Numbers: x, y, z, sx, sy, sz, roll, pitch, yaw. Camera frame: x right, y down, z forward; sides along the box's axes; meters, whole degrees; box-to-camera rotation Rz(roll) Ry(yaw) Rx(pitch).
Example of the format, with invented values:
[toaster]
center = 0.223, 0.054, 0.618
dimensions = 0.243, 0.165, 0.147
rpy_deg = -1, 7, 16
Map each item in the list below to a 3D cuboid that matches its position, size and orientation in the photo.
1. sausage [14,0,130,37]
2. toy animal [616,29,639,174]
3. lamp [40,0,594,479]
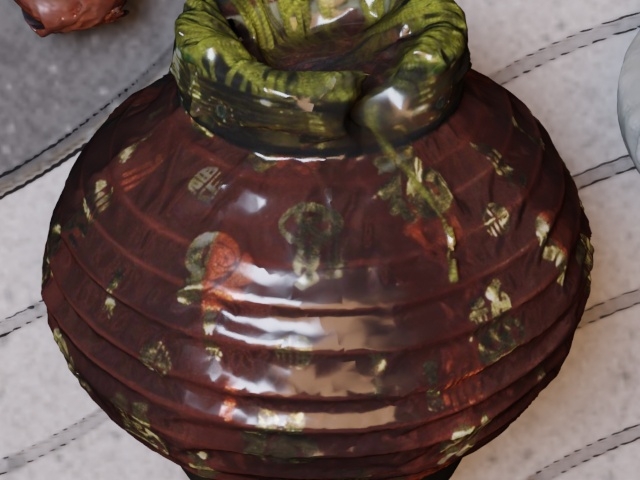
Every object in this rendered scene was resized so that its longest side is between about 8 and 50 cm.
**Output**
[sausage]
center = -0.113, -0.164, 0.758
dimensions = 0.076, 0.076, 0.141
rpy_deg = 6, 95, -1
[toy animal]
center = 0.260, -0.009, 0.739
dimensions = 0.282, 0.138, 0.140
rpy_deg = 42, 89, -9
[lamp]
center = 0.000, 0.000, 0.698
dimensions = 0.247, 0.247, 0.247
rpy_deg = 0, 97, 0
